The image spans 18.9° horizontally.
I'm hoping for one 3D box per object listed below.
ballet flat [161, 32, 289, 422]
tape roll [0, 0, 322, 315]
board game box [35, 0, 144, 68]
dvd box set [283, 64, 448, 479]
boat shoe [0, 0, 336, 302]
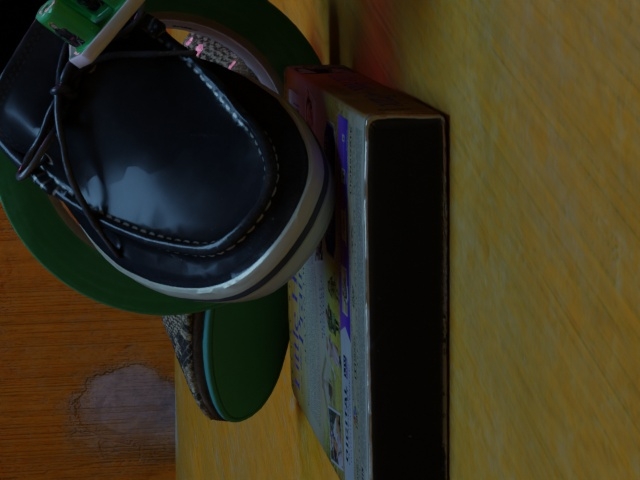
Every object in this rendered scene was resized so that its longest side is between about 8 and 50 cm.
[{"bbox_3d":[-0.109,-0.026,2.064,0.182,0.164,0.483,35,137,30],"label":"ballet flat"},{"bbox_3d":[-0.144,-0.091,1.789,0.077,0.321,0.321,179,89,-84],"label":"tape roll"},{"bbox_3d":[-0.084,-0.358,1.442,0.390,0.050,0.390,-47,25,17],"label":"board game box"},{"bbox_3d":[0.029,0.028,1.527,0.420,0.062,0.308,-133,42,-77],"label":"dvd box set"},{"bbox_3d":[-0.176,-0.106,1.526,0.187,0.156,0.500,-54,48,3],"label":"boat shoe"}]
